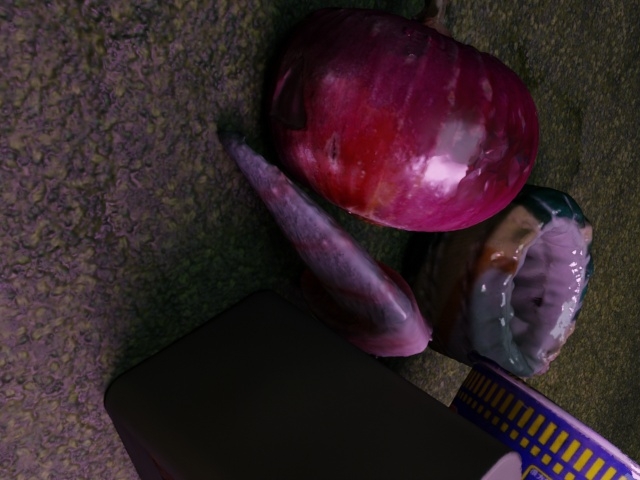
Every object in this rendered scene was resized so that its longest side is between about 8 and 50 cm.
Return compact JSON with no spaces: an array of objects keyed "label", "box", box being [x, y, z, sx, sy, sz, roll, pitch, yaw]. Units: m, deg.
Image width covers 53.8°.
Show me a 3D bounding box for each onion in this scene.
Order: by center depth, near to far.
[{"label":"onion","box":[0.093,-0.119,0.647,0.256,0.230,0.272,-20,126,-35]}]

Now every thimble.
[{"label":"thimble","box":[0.257,0.057,0.901,0.254,0.167,0.288,-26,121,-31]}]

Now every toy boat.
[{"label":"toy boat","box":[0.000,0.000,0.645,0.096,0.206,0.282,-40,114,-11]}]

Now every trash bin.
[{"label":"trash bin","box":[-0.017,0.204,0.587,0.223,0.344,0.158,-31,122,-29]}]

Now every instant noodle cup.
[{"label":"instant noodle cup","box":[0.183,0.327,0.671,0.312,0.284,0.284,-51,133,-4]}]
